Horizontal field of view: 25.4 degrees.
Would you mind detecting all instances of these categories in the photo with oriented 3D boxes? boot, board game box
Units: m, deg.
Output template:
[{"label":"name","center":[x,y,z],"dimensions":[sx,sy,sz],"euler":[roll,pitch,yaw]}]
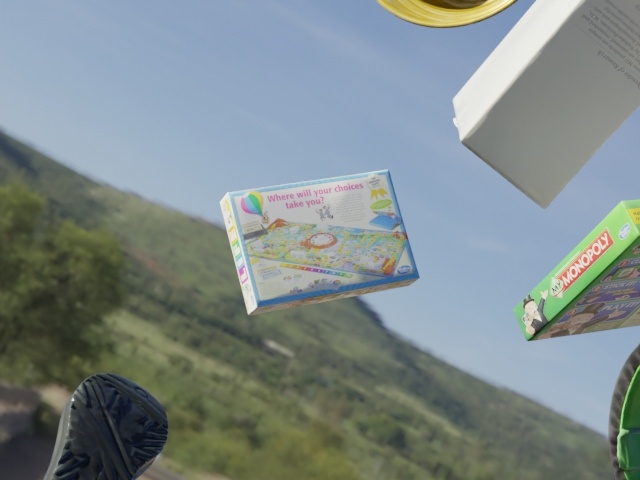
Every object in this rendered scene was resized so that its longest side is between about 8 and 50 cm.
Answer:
[{"label":"boot","center":[-0.238,0.247,1.244],"dimensions":[0.094,0.207,0.246],"euler":[35,23,-10]},{"label":"board game box","center":[0.393,0.024,1.551],"dimensions":[0.317,0.046,0.213],"euler":[-5,-32,-32]},{"label":"board game box","center":[0.000,0.000,1.225],"dimensions":[0.154,0.103,0.026],"euler":[-9,-14,-23]}]

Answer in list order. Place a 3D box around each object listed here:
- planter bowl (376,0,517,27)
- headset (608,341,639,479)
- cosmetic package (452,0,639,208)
[{"label":"planter bowl","center":[0.151,-0.308,1.485],"dimensions":[0.217,0.217,0.090],"euler":[24,-4,24]},{"label":"headset","center":[0.380,0.174,1.159],"dimensions":[0.185,0.243,0.394],"euler":[-2,-5,-38]},{"label":"cosmetic package","center":[0.346,-0.251,1.823],"dimensions":[0.156,0.385,0.217],"euler":[36,19,-9]}]
